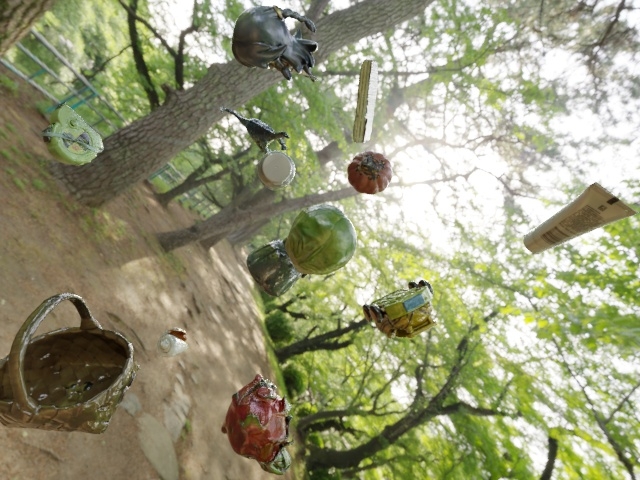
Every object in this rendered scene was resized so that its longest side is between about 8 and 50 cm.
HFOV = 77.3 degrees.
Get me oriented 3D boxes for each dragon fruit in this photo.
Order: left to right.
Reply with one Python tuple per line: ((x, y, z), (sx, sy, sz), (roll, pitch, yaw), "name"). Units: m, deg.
((-0.148, 0.517, 1.122), (0.269, 0.200, 0.198), (44, -5, -13), "dragon fruit")

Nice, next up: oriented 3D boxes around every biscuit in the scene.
((0.145, -0.448, 1.298), (0.150, 0.052, 0.252), (-54, 152, -64), "biscuit")

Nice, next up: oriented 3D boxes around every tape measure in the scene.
((-0.889, -0.359, 1.433), (0.106, 0.175, 0.200), (3, -33, 34), "tape measure")

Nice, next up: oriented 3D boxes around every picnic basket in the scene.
((-0.648, 0.291, 0.992), (0.337, 0.338, 0.293), (58, 19, -26), "picnic basket")

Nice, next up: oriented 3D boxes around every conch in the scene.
((-0.547, 0.388, 1.522), (0.176, 0.094, 0.104), (17, 48, -60), "conch")

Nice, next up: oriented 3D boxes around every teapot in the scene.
((-0.112, 0.096, 1.670), (0.305, 0.285, 0.223), (46, 12, -32), "teapot")

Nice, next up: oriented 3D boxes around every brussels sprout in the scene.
((-0.002, -0.002, 0.815), (0.155, 0.155, 0.117), (51, 9, 20), "brussels sprout")

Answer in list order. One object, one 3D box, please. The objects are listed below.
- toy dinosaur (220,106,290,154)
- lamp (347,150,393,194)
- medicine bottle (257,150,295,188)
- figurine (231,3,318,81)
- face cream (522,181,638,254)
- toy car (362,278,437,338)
((-0.210, -0.382, 1.412), (0.363, 0.076, 0.147), (34, -14, 33), "toy dinosaur")
((0.194, -0.268, 1.563), (0.182, 0.182, 0.140), (52, -7, 11), "lamp")
((-0.130, -0.203, 1.173), (0.107, 0.107, 0.191), (55, -4, -8), "medicine bottle")
((-0.124, -0.570, 1.169), (0.175, 0.265, 0.196), (29, -56, 51), "figurine")
((0.513, -0.035, 0.829), (0.092, 0.058, 0.243), (37, -21, 6), "face cream")
((0.247, 0.219, 1.203), (0.142, 0.201, 0.248), (65, -10, 4), "toy car")
